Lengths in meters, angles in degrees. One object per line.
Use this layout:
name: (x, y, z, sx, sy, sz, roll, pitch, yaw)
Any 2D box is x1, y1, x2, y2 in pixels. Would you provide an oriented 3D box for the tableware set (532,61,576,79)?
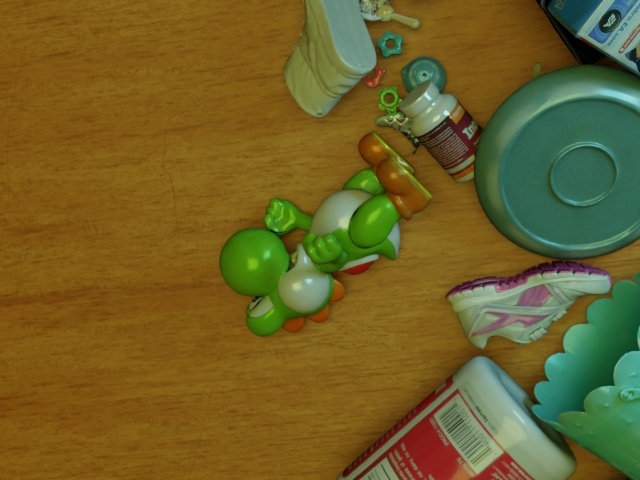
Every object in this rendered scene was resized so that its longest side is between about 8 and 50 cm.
tableware set: (0.374, -0.168, 1.713, 0.128, 0.039, 0.194, 8, 124, 9)

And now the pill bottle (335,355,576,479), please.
pill bottle: (0.166, 0.386, 1.728, 0.408, 0.229, 0.229, -43, 87, 9)

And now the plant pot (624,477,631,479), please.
plant pot: (0.478, 0.497, 1.670, 0.323, 0.323, 0.280, 36, 82, 5)

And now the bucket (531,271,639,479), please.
bucket: (0.462, 0.204, 1.652, 0.183, 0.281, 0.281, 37, 98, -5)

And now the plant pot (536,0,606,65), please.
plant pot: (0.383, -0.401, 1.658, 0.188, 0.187, 0.167, -41, 49, 10)

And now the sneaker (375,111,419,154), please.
sneaker: (0.137, -0.169, 1.793, 0.098, 0.038, 0.069, -6, 92, 10)

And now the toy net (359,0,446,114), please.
toy net: (0.102, -0.318, 1.785, 0.122, 0.045, 0.232, -26, 86, 6)

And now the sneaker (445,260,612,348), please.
sneaker: (0.327, 0.101, 1.757, 0.252, 0.103, 0.111, -13, 95, 16)

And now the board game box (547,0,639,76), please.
board game box: (0.519, -0.365, 1.566, 0.302, 0.086, 0.308, 21, 115, -37)

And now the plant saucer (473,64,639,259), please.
plant saucer: (0.390, -0.103, 1.693, 0.318, 0.043, 0.317, 0, 117, 1)

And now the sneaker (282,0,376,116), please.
sneaker: (-0.012, -0.336, 1.770, 0.108, 0.169, 0.292, 7, 58, -29)

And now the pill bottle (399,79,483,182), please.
pill bottle: (0.193, -0.168, 1.740, 0.086, 0.086, 0.152, -42, 107, 9)

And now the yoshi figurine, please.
yoshi figurine: (-0.018, -0.012, 1.763, 0.362, 0.203, 0.203, -46, 70, 11)
